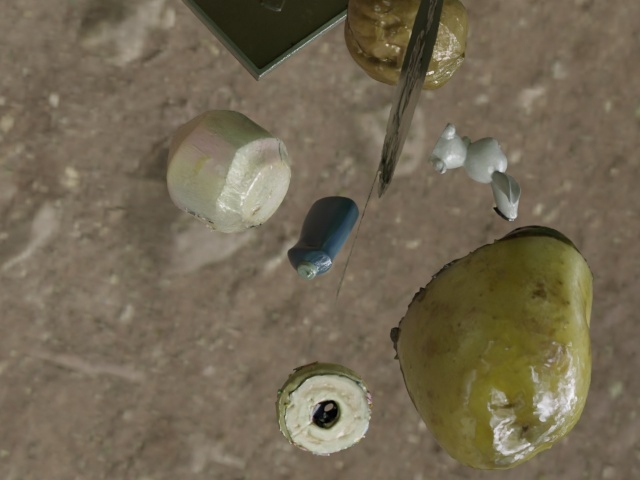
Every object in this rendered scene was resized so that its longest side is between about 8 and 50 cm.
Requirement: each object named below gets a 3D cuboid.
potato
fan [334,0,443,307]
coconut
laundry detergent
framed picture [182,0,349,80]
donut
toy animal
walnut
[{"bbox_3d":[0.215,0.148,1.362,0.242,0.285,0.242,40,28,-27],"label":"potato"},{"bbox_3d":[0.065,-0.090,1.057,0.233,0.012,0.414,-77,-177,-47],"label":"fan"},{"bbox_3d":[-0.143,-0.102,1.638,0.171,0.183,0.171,-41,147,-35],"label":"coconut"},{"bbox_3d":[0.000,0.001,2.069,0.206,0.097,0.061,-64,144,-47],"label":"laundry detergent"},{"bbox_3d":[-0.072,-0.425,1.980,0.289,0.211,0.020,-39,172,-24],"label":"framed picture"},{"bbox_3d":[0.005,0.285,1.990,0.068,0.175,0.174,-106,-163,-71],"label":"donut"},{"bbox_3d":[0.283,-0.123,2.042,0.131,0.182,0.127,100,16,-70],"label":"toy animal"},{"bbox_3d":[0.109,-0.266,1.461,0.149,0.166,0.166,-59,149,-19],"label":"walnut"}]
